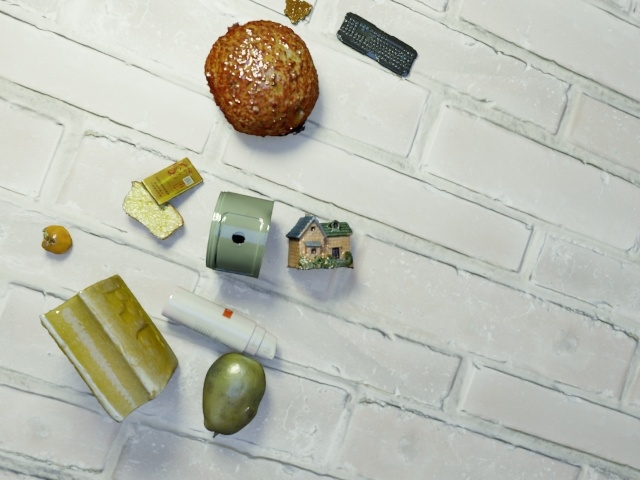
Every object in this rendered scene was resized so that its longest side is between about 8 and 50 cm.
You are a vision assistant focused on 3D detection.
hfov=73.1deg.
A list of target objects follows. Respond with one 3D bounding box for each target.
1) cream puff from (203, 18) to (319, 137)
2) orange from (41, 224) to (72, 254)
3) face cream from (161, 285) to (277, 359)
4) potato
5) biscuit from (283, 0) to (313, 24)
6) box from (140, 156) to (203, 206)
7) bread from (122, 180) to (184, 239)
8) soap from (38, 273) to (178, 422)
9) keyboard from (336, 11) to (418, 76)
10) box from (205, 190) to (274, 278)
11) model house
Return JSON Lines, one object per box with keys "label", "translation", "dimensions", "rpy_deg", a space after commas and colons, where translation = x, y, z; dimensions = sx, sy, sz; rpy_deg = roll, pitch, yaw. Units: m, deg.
{"label": "cream puff", "translation": [-0.161, -0.463, 1.219], "dimensions": [0.350, 0.228, 0.350], "rpy_deg": [0, 89, -9]}
{"label": "orange", "translation": [-0.751, -0.002, 1.226], "dimensions": [0.086, 0.062, 0.086], "rpy_deg": [0, 92, -11]}
{"label": "face cream", "translation": [-0.289, 0.251, 1.279], "dimensions": [0.345, 0.102, 0.102], "rpy_deg": [27, 87, -9]}
{"label": "potato", "translation": [-0.262, 0.457, 1.265], "dimensions": [0.174, 0.159, 0.251], "rpy_deg": [17, 84, 19]}
{"label": "biscuit", "translation": [-0.068, -0.711, 1.329], "dimensions": [0.092, 0.016, 0.082], "rpy_deg": [-19, 89, -8]}
{"label": "box", "translation": [-0.429, -0.173, 1.258], "dimensions": [0.156, 0.022, 0.089], "rpy_deg": [-40, 99, -31]}
{"label": "bread", "translation": [-0.491, -0.085, 1.260], "dimensions": [0.187, 0.065, 0.103], "rpy_deg": [39, 84, -11]}
{"label": "soap", "translation": [-0.543, 0.268, 1.148], "dimensions": [0.156, 0.293, 0.335], "rpy_deg": [-33, 95, -9]}
{"label": "keyboard", "translation": [0.180, -0.620, 1.367], "dimensions": [0.262, 0.016, 0.106], "rpy_deg": [26, 88, -8]}
{"label": "box", "translation": [-0.225, -0.016, 1.218], "dimensions": [0.149, 0.226, 0.226], "rpy_deg": [11, 90, -8]}
{"label": "model house", "translation": [0.000, 0.000, 1.290], "dimensions": [0.183, 0.166, 0.172], "rpy_deg": [1, 88, -20]}
